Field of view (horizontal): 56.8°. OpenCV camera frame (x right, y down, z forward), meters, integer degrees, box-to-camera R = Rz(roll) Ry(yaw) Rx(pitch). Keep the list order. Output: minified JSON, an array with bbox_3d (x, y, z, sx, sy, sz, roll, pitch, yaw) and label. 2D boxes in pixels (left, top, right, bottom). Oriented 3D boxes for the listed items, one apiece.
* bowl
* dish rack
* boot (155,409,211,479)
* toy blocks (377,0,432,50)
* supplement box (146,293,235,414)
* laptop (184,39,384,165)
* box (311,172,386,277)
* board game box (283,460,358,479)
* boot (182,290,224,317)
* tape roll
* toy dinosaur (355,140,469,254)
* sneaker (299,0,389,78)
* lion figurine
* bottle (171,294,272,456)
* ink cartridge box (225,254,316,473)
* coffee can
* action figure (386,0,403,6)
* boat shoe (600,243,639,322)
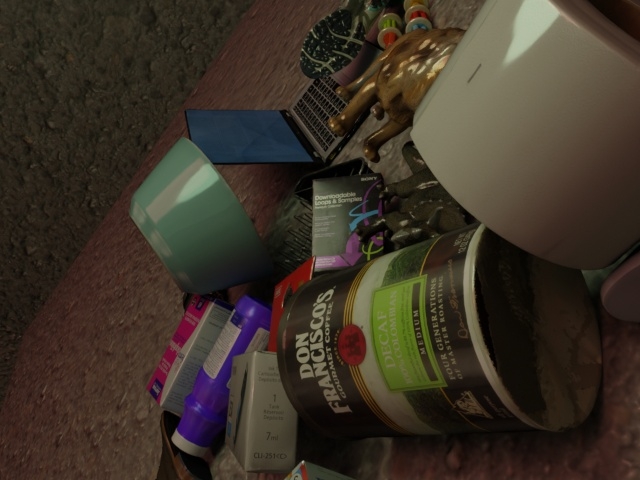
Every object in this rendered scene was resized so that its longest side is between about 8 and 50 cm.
[{"bbox_3d":[-0.240,-0.019,1.111,0.163,0.312,0.311,-35,24,-15],"label":"bowl"},{"bbox_3d":[0.000,0.000,1.040,0.208,0.074,0.272,-10,54,55],"label":"dish rack"},{"bbox_3d":[-0.276,0.403,1.077,0.106,0.082,0.219,-55,30,0],"label":"boot"},{"bbox_3d":[0.169,-0.419,1.195,0.123,0.054,0.148,-30,39,34],"label":"toy blocks"},{"bbox_3d":[-0.225,0.221,1.142,0.111,0.114,0.220,10,73,59],"label":"supplement box"},{"bbox_3d":[-0.083,-0.337,1.329,0.408,0.236,0.382,-51,30,14],"label":"laptop"},{"bbox_3d":[0.044,-0.025,0.934,0.116,0.029,0.162,-5,69,14],"label":"box"},{"bbox_3d":[0.021,0.382,0.561,0.142,0.144,0.275,-50,28,16],"label":"board game box"},{"bbox_3d":[-0.246,0.067,1.373,0.263,0.091,0.229,-51,34,22],"label":"boot"},{"bbox_3d":[0.229,-0.119,0.533,0.246,0.246,0.169,-91,25,-45],"label":"tape roll"},{"bbox_3d":[0.148,-0.045,0.835,0.160,0.121,0.313,-19,26,33],"label":"toy dinosaur"},{"bbox_3d":[0.062,-0.458,1.287,0.283,0.110,0.122,-50,3,0],"label":"sneaker"},{"bbox_3d":[0.139,-0.261,0.924,0.240,0.142,0.392,-42,24,25],"label":"lion figurine"},{"bbox_3d":[-0.163,0.237,1.043,0.283,0.092,0.118,-61,17,-5],"label":"bottle"},{"bbox_3d":[-0.080,0.169,0.838,0.296,0.066,0.261,138,138,-71],"label":"ink cartridge box"},{"bbox_3d":[0.114,0.102,0.626,0.275,0.201,0.202,-23,44,46],"label":"coffee can"},{"bbox_3d":[0.159,-0.591,1.374,0.232,0.063,0.137,25,86,58],"label":"action figure"},{"bbox_3d":[0.344,-0.014,0.511,0.228,0.080,0.076,-44,17,29],"label":"boat shoe"}]
